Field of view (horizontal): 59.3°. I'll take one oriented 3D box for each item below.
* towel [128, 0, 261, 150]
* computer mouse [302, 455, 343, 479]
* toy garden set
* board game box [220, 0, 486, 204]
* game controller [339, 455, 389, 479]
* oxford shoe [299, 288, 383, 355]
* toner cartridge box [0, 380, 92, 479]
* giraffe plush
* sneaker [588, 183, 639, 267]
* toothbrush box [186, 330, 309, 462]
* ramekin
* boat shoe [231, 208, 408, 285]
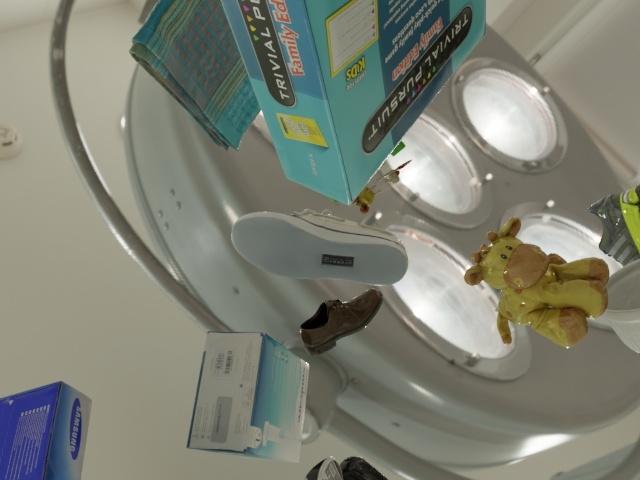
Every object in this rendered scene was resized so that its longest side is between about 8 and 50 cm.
[{"bbox_3d":[-0.084,-0.333,0.801,0.040,0.370,0.271,33,174,26],"label":"towel"},{"bbox_3d":[-0.019,0.389,0.788,0.193,0.042,0.106,-51,-55,-55],"label":"computer mouse"},{"bbox_3d":[0.123,-0.190,1.502,0.203,0.244,0.049,35,-153,-37],"label":"toy garden set"},{"bbox_3d":[0.034,-0.231,0.411,0.079,0.336,0.254,25,-117,28],"label":"board game box"},{"bbox_3d":[0.142,0.606,1.177,0.319,0.067,0.166,42,-122,-3],"label":"game controller"},{"bbox_3d":[0.051,0.173,1.320,0.227,0.083,0.096,-33,-61,-17],"label":"oxford shoe"},{"bbox_3d":[-0.399,0.368,0.704,0.075,0.165,0.348,62,-165,-49],"label":"toner cartridge box"},{"bbox_3d":[0.336,0.057,0.921,0.170,0.210,0.181,47,-129,-23],"label":"giraffe plush"},{"bbox_3d":[0.686,0.020,1.229,0.111,0.121,0.300,-34,-73,-35],"label":"sneaker"},{"bbox_3d":[-0.129,0.324,1.133,0.295,0.126,0.216,53,-141,-61],"label":"toothbrush box"},{"bbox_3d":[0.597,0.109,0.971,0.207,0.207,0.109,-37,-82,-46],"label":"ramekin"},{"bbox_3d":[0.003,-0.008,1.193,0.366,0.136,0.156,7,-155,2],"label":"boat shoe"}]
